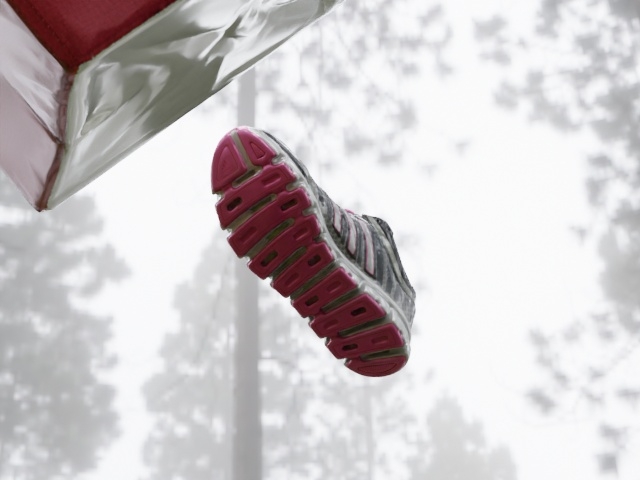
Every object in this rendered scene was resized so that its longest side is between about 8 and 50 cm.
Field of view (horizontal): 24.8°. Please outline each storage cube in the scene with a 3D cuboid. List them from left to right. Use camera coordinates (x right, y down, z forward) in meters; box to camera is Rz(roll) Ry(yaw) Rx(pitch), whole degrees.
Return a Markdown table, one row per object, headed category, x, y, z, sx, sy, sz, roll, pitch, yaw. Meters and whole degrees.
| category | x | y | z | sx | sy | sz | roll | pitch | yaw |
| --- | --- | --- | --- | --- | --- | --- | --- | --- | --- |
| storage cube | -0.090 | -0.159 | 0.584 | 0.215 | 0.193 | 0.183 | -37 | -3 | -20 |

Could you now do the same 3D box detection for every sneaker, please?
| category | x | y | z | sx | sy | sz | roll | pitch | yaw |
| --- | --- | --- | --- | --- | --- | --- | --- | --- | --- |
| sneaker | 0.000 | 0.000 | 0.862 | 0.063 | 0.075 | 0.170 | -35 | -82 | 28 |
